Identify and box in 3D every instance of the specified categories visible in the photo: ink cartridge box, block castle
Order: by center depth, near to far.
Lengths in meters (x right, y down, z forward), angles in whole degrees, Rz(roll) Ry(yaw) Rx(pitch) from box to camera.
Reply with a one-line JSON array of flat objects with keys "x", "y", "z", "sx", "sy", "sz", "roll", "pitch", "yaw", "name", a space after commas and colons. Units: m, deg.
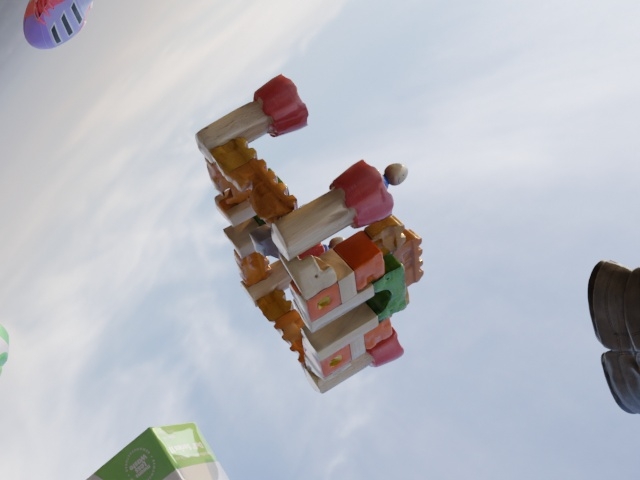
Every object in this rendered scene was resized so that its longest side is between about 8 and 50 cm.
[{"x": -0.177, "y": 0.443, "z": 1.164, "sx": 0.207, "sy": 0.353, "sz": 0.119, "roll": -41, "pitch": 159, "yaw": 13, "name": "ink cartridge box"}, {"x": 0.000, "y": 0.000, "z": 1.361, "sx": 0.213, "sy": 0.453, "sz": 0.303, "roll": -30, "pitch": -126, "yaw": -15, "name": "block castle"}]

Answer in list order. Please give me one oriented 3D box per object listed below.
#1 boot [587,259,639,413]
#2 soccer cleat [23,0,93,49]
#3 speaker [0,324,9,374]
[{"x": 0.358, "y": 0.032, "z": 0.893, "sx": 0.223, "sy": 0.118, "sz": 0.338, "roll": 6, "pitch": -77, "yaw": 60, "name": "boot"}, {"x": -0.324, "y": -0.332, "z": 1.158, "sx": 0.248, "sy": 0.083, "sz": 0.095, "roll": -31, "pitch": -177, "yaw": 31, "name": "soccer cleat"}, {"x": -0.567, "y": 0.261, "z": 1.347, "sx": 0.131, "sy": 0.131, "sz": 0.296, "roll": -33, "pitch": -141, "yaw": 41, "name": "speaker"}]
